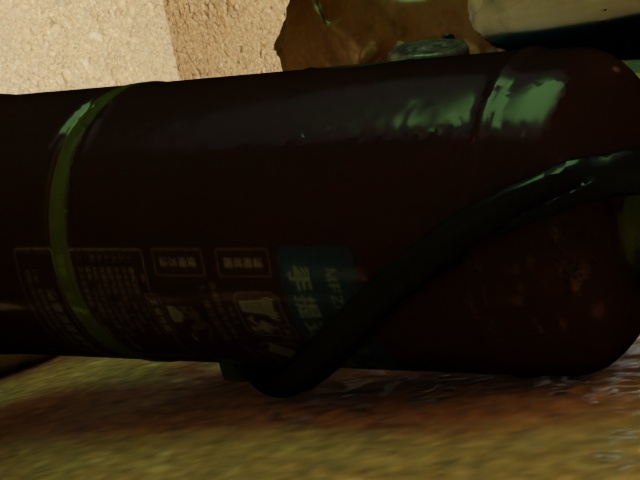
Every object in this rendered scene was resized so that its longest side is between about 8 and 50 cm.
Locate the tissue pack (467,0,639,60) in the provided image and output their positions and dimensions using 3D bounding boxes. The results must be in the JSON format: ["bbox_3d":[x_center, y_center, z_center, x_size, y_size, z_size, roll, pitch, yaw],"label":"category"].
[{"bbox_3d":[0.304,-0.204,0.718,0.416,0.253,0.264,2,-4,-29],"label":"tissue pack"}]

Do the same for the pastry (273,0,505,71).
[{"bbox_3d":[0.102,-0.106,1.018,0.255,0.162,0.311,-21,-9,24],"label":"pastry"}]

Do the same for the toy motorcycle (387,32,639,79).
[{"bbox_3d":[0.068,-0.021,0.587,0.296,0.109,0.198,-6,15,20],"label":"toy motorcycle"}]

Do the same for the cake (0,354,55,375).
[{"bbox_3d":[-0.224,-0.013,0.683,0.207,0.178,0.185,-15,6,-4],"label":"cake"}]

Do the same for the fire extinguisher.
[{"bbox_3d":[0.000,0.000,0.460,0.341,0.105,0.141,0,-12,32],"label":"fire extinguisher"}]
